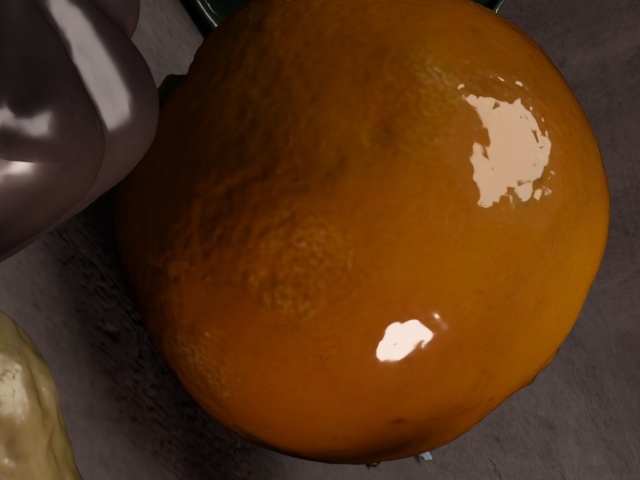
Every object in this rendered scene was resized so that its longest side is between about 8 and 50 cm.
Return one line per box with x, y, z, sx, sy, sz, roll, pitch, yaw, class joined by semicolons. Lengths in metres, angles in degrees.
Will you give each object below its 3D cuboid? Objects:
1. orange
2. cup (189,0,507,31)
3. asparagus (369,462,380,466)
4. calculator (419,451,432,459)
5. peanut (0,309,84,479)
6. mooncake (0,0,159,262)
0.023;-0.014;1.023;0.312;0.312;0.312;54;18;-27;orange
0.010;-0.295;1.558;0.310;0.401;0.392;25;19;-7;cup
0.049;0.142;1.362;0.016;0.016;0.163;33;21;-6;asparagus
0.078;0.122;1.472;0.057;0.018;0.172;52;19;-29;calculator
-0.117;0.137;0.683;0.263;0.117;0.101;57;-5;-8;peanut
-0.202;-0.116;0.754;0.306;0.154;0.306;53;22;-31;mooncake
